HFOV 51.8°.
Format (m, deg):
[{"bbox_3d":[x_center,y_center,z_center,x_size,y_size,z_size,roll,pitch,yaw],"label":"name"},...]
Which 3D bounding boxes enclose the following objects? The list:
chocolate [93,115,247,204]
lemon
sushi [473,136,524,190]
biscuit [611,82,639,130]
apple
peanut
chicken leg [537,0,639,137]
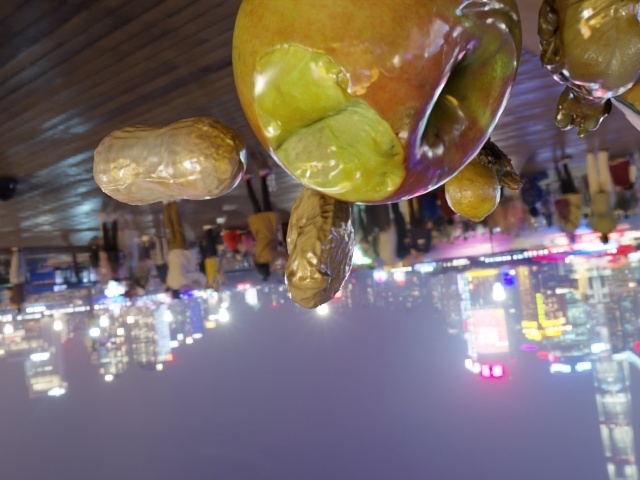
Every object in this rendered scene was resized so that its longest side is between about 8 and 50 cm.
[{"bbox_3d":[-0.246,-0.120,1.032,0.309,0.134,0.134,3,-178,36],"label":"chocolate"},{"bbox_3d":[0.308,-0.099,1.335,0.109,0.133,0.109,-9,-167,2],"label":"lemon"},{"bbox_3d":[0.350,-0.186,1.448,0.226,0.097,0.103,36,-157,16],"label":"sushi"},{"bbox_3d":[0.617,-0.206,1.173,0.287,0.057,0.343,35,-163,-2],"label":"biscuit"},{"bbox_3d":[0.057,-0.216,0.782,0.340,0.339,0.339,-6,176,0],"label":"apple"},{"bbox_3d":[0.000,0.000,1.056,0.110,0.233,0.196,6,135,-7],"label":"peanut"},{"bbox_3d":[0.398,-0.257,0.958,0.153,0.201,0.429,37,-179,19],"label":"chicken leg"}]
